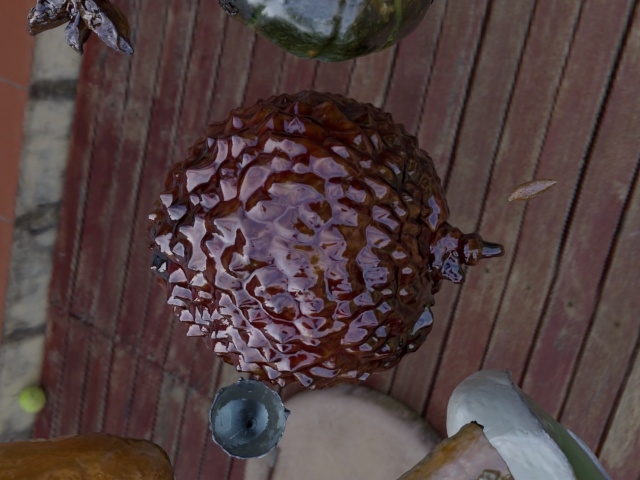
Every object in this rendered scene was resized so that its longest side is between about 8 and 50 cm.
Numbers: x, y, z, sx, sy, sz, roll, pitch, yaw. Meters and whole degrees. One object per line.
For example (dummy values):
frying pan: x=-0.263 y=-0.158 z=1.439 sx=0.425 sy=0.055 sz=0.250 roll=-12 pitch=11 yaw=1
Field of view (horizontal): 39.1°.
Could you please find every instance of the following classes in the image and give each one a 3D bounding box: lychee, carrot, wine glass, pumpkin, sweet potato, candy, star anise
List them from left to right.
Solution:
carrot: x=-0.209 y=0.214 z=0.645 sx=0.159 sy=0.225 sz=0.159 roll=37 pitch=135 yaw=50
star anise: x=-0.275 y=-0.270 z=0.950 sx=0.158 sy=0.144 sz=0.141 roll=25 pitch=104 yaw=25
wine glass: x=-0.109 y=0.289 z=1.408 sx=0.122 sy=0.183 sz=0.122 roll=0 pitch=72 yaw=0
lychee: x=0.000 y=0.000 z=1.248 sx=0.499 sy=0.424 sz=0.425 roll=-1 pitch=99 yaw=24
pumpkin: x=0.003 y=-0.355 z=1.007 sx=0.192 sy=0.320 sz=0.321 roll=168 pitch=87 yaw=-71
carrot: x=0.101 y=0.318 z=1.061 sx=0.263 sy=0.102 sz=0.102 roll=-30 pitch=79 yaw=-6
sweet potato: x=0.393 y=-0.095 z=1.671 sx=0.095 sy=0.034 sz=0.034 roll=-18 pitch=89 yaw=6
candy: x=0.353 y=0.378 z=1.483 sx=0.386 sy=0.427 sz=0.186 roll=45 pitch=103 yaw=-4
